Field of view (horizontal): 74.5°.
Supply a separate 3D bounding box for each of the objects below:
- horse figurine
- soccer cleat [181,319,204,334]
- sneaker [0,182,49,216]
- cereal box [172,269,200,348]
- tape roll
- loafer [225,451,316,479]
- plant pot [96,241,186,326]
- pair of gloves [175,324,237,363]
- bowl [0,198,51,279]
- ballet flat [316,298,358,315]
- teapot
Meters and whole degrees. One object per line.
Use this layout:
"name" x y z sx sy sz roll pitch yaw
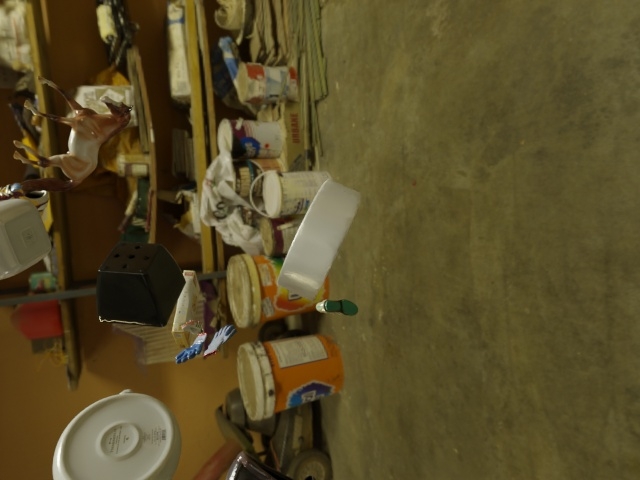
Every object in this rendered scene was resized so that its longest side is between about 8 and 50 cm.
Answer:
"horse figurine" -0.512 -0.199 0.858 0.263 0.175 0.066 -59 27 16
"soccer cleat" -0.321 0.222 1.064 0.035 0.029 0.083 56 -177 14
"sneaker" -0.768 -0.107 1.020 0.069 0.186 0.083 51 117 25
"cereal box" -0.486 0.251 1.534 0.173 0.048 0.239 105 168 -58
"tape roll" 0.000 0.000 1.022 0.286 0.100 0.285 25 -90 -88
"loafer" -0.043 0.505 0.834 0.109 0.303 0.095 -37 33 62
"plant pot" -0.502 0.107 1.159 0.187 0.188 0.166 -83 -4 -53
"pair of gloves" -0.359 0.324 1.329 0.023 0.198 0.159 64 -163 -15
"bowl" -0.598 -0.006 0.830 0.142 0.053 0.141 -72 -22 -66
"ballet flat" 0.055 0.223 1.409 0.052 0.168 0.057 -19 63 43
"teapot" -0.417 0.462 0.885 0.253 0.256 0.186 27 127 16
